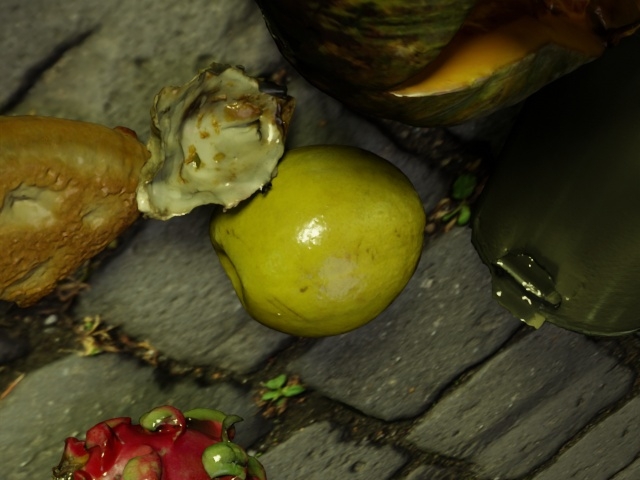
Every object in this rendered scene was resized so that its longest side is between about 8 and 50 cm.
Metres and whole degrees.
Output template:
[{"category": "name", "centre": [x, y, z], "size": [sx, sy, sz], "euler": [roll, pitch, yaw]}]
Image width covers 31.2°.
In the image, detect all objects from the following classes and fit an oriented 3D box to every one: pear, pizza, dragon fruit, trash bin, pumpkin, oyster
[{"category": "pear", "centre": [0.000, 0.000, 0.873], "size": [0.162, 0.149, 0.149], "euler": [-16, 143, -16]}, {"category": "pizza", "centre": [-0.194, -0.017, 0.767], "size": [0.182, 0.062, 0.161], "euler": [-16, 136, -35]}, {"category": "dragon fruit", "centre": [-0.144, 0.262, 1.061], "size": [0.198, 0.218, 0.273], "euler": [13, 149, 9]}, {"category": "trash bin", "centre": [0.270, -0.089, 0.953], "size": [0.252, 0.203, 0.301], "euler": [-31, 153, -42]}, {"category": "pumpkin", "centre": [0.095, -0.210, 0.648], "size": [0.320, 0.192, 0.320], "euler": [-24, 144, -19]}, {"category": "oyster", "centre": [-0.072, -0.073, 0.796], "size": [0.148, 0.051, 0.103], "euler": [-12, 108, -42]}]
